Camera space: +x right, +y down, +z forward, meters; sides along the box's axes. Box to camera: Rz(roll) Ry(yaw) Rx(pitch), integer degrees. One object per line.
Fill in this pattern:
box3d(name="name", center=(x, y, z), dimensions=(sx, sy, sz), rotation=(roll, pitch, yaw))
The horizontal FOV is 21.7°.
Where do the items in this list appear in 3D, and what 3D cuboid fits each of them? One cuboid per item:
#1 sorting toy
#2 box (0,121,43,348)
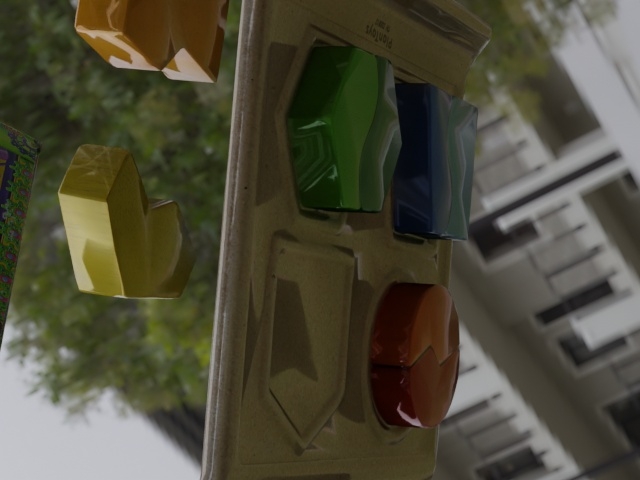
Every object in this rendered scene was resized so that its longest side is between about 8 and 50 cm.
box3d(name="sorting toy", center=(0.000, 0.000, 0.631), dimensions=(0.307, 0.041, 0.229), rotation=(13, -95, -65))
box3d(name="box", center=(-0.354, 0.013, 1.065), dimensions=(0.279, 0.177, 0.290), rotation=(27, -149, -20))
